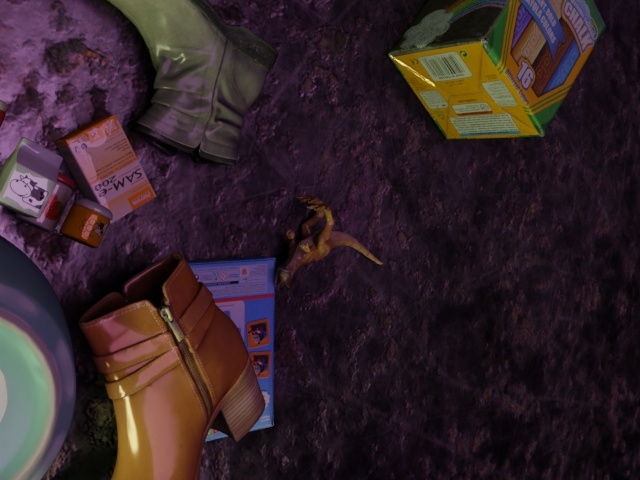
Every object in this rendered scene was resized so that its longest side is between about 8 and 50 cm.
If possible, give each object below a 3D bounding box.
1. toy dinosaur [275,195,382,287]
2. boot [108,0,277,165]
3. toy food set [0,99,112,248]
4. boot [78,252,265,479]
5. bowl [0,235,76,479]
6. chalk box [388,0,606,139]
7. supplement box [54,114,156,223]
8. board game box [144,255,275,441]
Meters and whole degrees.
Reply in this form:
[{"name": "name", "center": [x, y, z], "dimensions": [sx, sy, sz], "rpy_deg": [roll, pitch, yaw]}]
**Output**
[{"name": "toy dinosaur", "center": [0.000, 0.000, 0.994], "dimensions": [0.211, 0.064, 0.112], "rpy_deg": [-21, 119, -48]}, {"name": "boot", "center": [-0.163, -0.183, 0.822], "dimensions": [0.247, 0.083, 0.161], "rpy_deg": [26, 83, -36]}, {"name": "toy food set", "center": [-0.292, -0.088, 0.700], "dimensions": [0.232, 0.111, 0.104], "rpy_deg": [30, 75, -34]}, {"name": "boot", "center": [-0.177, 0.168, 0.757], "dimensions": [0.283, 0.109, 0.220], "rpy_deg": [-44, 126, -34]}, {"name": "bowl", "center": [-0.340, 0.131, 0.650], "dimensions": [0.312, 0.163, 0.311], "rpy_deg": [-5, 97, -38]}, {"name": "chalk box", "center": [0.271, -0.308, 1.096], "dimensions": [0.179, 0.180, 0.289], "rpy_deg": [48, 66, -31]}, {"name": "supplement box", "center": [-0.225, -0.075, 0.804], "dimensions": [0.062, 0.036, 0.098], "rpy_deg": [-37, 116, -30]}, {"name": "board game box", "center": [-0.128, 0.128, 0.900], "dimensions": [0.160, 0.039, 0.211], "rpy_deg": [-3, 95, -39]}]
